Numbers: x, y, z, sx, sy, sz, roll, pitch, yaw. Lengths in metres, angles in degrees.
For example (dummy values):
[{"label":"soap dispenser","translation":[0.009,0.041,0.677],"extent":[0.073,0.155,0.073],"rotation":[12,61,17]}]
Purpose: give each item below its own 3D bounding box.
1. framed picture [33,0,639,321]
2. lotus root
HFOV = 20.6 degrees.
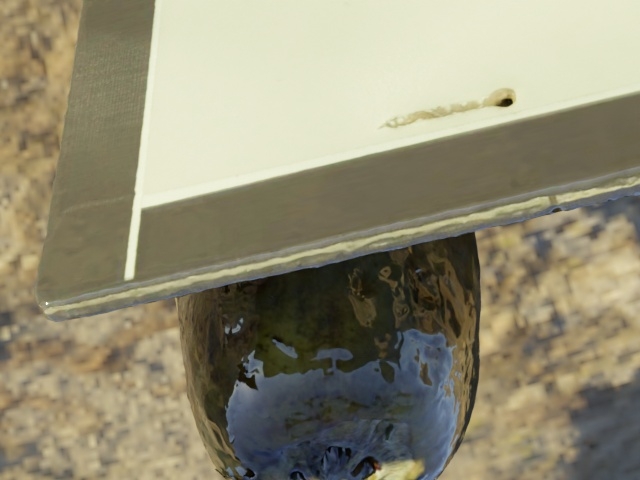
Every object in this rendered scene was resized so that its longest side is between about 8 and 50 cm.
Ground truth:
[{"label":"framed picture","translation":[0.036,-0.120,0.636],"extent":[0.265,0.347,0.016],"rotation":[-13,131,10]},{"label":"lotus root","translation":[0.000,0.000,0.850],"extent":[0.152,0.275,0.160],"rotation":[-4,141,-10]}]
